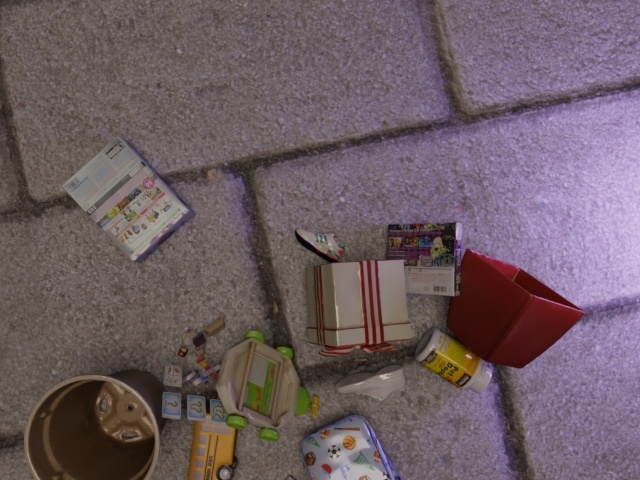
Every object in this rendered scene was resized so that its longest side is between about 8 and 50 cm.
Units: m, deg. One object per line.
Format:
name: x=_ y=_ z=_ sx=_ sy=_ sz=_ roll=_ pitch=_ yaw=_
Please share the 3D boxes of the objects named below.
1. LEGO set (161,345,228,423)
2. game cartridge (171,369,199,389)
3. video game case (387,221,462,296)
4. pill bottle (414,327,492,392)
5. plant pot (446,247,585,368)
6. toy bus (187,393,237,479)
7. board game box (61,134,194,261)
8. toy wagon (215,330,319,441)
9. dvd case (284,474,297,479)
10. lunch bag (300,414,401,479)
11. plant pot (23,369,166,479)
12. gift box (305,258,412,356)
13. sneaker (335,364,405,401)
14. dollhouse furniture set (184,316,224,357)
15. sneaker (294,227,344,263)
LEGO set: x=-0.338 y=0.386 z=1.618 sx=0.182 sy=0.244 sz=0.060 roll=13 pitch=121 yaw=-20
game cartridge: x=-0.398 y=0.410 z=1.722 sx=0.083 sy=0.056 sz=0.017 roll=-34 pitch=82 yaw=-4
video game case: x=0.300 y=0.054 z=1.719 sx=0.232 sy=0.042 sz=0.210 roll=-1 pitch=86 yaw=41
pill bottle: x=0.397 y=0.361 z=1.741 sx=0.215 sy=0.117 sz=0.117 roll=33 pitch=86 yaw=-1
plant pot: x=0.520 y=0.209 z=1.664 sx=0.267 sy=0.267 sz=0.235 roll=18 pitch=106 yaw=-35
toy bus: x=-0.301 y=0.589 z=1.693 sx=0.130 sy=0.108 sz=0.332 roll=7 pitch=87 yaw=-1
board game box: x=-0.559 y=-0.119 z=1.721 sx=0.224 sy=0.097 sz=0.303 roll=-42 pitch=89 yaw=-4
toy wagon: x=-0.142 y=0.428 z=1.669 sx=0.344 sy=0.068 sz=0.267 roll=36 pitch=48 yaw=-34
dvd case: x=-0.094 y=0.835 z=1.736 sx=0.164 sy=0.018 sz=0.221 roll=37 pitch=86 yaw=-1
lunch bag: x=0.091 y=0.668 z=1.680 sx=0.243 sy=0.115 sz=0.303 roll=-22 pitch=71 yaw=-6
plant pot: x=-0.556 y=0.488 z=1.575 sx=0.334 sy=0.305 sz=0.333 roll=0 pitch=91 yaw=0
gift box: x=0.103 y=0.193 z=1.674 sx=0.255 sy=0.276 sz=0.258 roll=-2 pitch=83 yaw=-17
sneaker: x=0.154 y=0.442 z=1.748 sx=0.212 sy=0.080 sz=0.094 roll=-12 pitch=99 yaw=-5
dollhouse furniture set: x=-0.345 y=0.273 z=1.756 sx=0.114 sy=0.091 sz=0.081 roll=-33 pitch=47 yaw=-26
sneaker: x=0.000 y=0.000 z=1.775 sx=0.161 sy=0.057 sz=0.075 roll=33 pitch=69 yaw=0
